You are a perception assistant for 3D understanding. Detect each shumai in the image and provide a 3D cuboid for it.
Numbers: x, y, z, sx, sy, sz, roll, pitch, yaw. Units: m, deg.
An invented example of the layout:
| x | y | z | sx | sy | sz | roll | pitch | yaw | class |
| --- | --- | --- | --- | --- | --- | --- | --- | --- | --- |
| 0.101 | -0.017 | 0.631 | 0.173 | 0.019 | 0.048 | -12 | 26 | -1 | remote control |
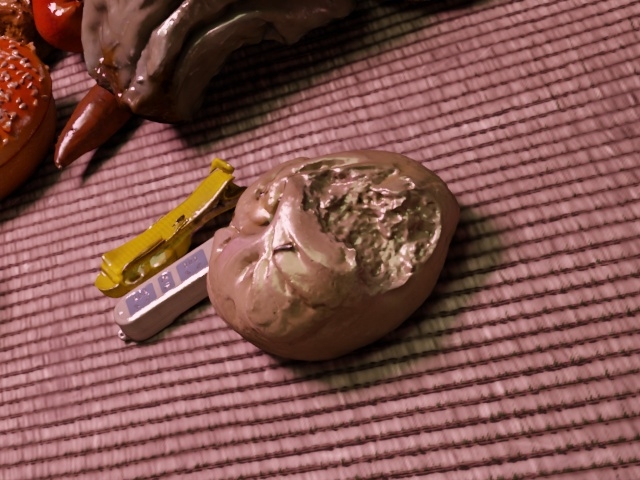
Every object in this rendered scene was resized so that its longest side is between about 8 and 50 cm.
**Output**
| x | y | z | sx | sy | sz | roll | pitch | yaw | class |
| --- | --- | --- | --- | --- | --- | --- | --- | --- | --- |
| -0.156 | -0.262 | 1.790 | 0.263 | 0.304 | 0.309 | -54 | 42 | -3 | shumai |

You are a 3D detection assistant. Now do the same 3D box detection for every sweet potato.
| x | y | z | sx | sy | sz | roll | pitch | yaw | class |
| --- | --- | --- | --- | --- | --- | --- | --- | --- | --- |
| -0.210 | -0.173 | 1.920 | 0.057 | 0.057 | 0.265 | 7 | 51 | 45 | sweet potato |

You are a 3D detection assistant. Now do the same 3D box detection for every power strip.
| x | y | z | sx | sy | sz | roll | pitch | yaw | class |
| --- | --- | --- | --- | --- | --- | --- | --- | --- | --- |
| -0.114 | 0.033 | 1.621 | 0.191 | 0.030 | 0.047 | -34 | 36 | 6 | power strip |

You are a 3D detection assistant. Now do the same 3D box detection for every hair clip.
| x | y | z | sx | sy | sz | roll | pitch | yaw | class |
| --- | --- | --- | --- | --- | --- | --- | --- | --- | --- |
| -0.147 | -0.007 | 1.680 | 0.173 | 0.046 | 0.072 | -44 | 32 | -13 | hair clip |

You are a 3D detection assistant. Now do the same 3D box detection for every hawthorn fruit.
| x | y | z | sx | sy | sz | roll | pitch | yaw | class |
| --- | --- | --- | --- | --- | --- | --- | --- | --- | --- |
| -0.283 | -0.282 | 2.052 | 0.125 | 0.125 | 0.140 | -41 | 37 | -5 | hawthorn fruit |

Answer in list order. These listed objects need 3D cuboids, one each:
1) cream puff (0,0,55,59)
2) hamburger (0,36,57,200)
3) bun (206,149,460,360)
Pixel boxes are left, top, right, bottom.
| x | y | z | sx | sy | sz | roll | pitch | yaw | class |
| --- | --- | --- | --- | --- | --- | --- | --- | --- | --- |
| -0.368 | -0.249 | 2.098 | 0.094 | 0.122 | 0.116 | -12 | 9 | 38 | cream puff |
| -0.398 | -0.130 | 1.955 | 0.236 | 0.147 | 0.237 | -21 | 41 | 20 | hamburger |
| 0.000 | 0.000 | 1.484 | 0.237 | 0.116 | 0.210 | -22 | 38 | 23 | bun |
